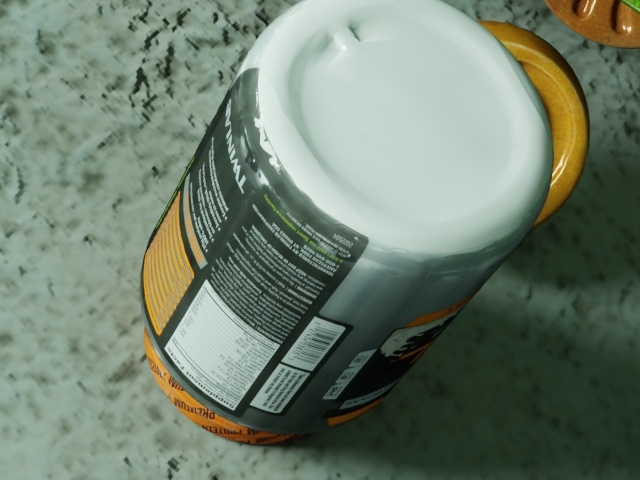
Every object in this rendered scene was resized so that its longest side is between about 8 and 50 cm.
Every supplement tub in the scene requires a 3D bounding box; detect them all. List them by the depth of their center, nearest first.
[{"bbox_3d":[0.000,0.000,0.725,0.117,0.190,0.117,9,60,-16],"label":"supplement tub"}]

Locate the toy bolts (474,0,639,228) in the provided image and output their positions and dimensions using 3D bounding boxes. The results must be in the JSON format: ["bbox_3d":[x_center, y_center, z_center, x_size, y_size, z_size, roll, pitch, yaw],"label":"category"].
[{"bbox_3d":[0.063,-0.131,0.891,0.228,0.158,0.218,36,95,-11],"label":"toy bolts"}]
